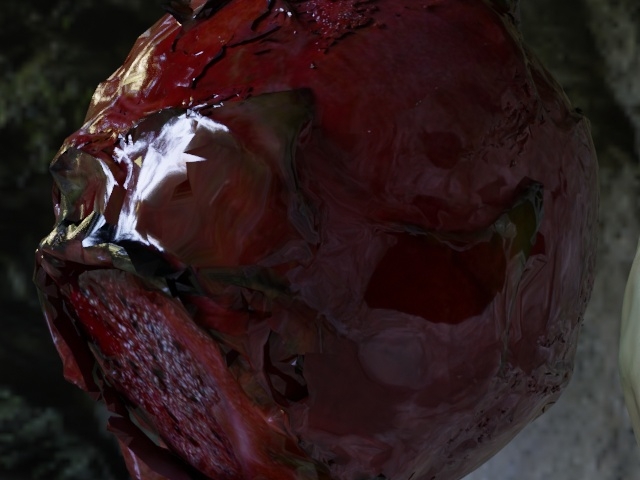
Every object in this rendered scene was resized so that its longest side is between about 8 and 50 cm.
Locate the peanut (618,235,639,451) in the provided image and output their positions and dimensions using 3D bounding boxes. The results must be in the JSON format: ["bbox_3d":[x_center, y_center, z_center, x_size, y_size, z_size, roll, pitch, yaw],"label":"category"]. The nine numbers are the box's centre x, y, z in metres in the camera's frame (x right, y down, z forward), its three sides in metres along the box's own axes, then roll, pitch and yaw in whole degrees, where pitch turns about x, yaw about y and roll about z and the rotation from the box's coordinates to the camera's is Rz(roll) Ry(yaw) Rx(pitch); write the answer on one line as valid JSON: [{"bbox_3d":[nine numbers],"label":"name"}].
[{"bbox_3d":[0.201,0.021,0.639,0.170,0.192,0.387,6,7,12],"label":"peanut"}]

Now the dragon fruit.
[{"bbox_3d":[0.000,0.000,0.891,0.296,0.295,0.301,2,39,29],"label":"dragon fruit"}]
